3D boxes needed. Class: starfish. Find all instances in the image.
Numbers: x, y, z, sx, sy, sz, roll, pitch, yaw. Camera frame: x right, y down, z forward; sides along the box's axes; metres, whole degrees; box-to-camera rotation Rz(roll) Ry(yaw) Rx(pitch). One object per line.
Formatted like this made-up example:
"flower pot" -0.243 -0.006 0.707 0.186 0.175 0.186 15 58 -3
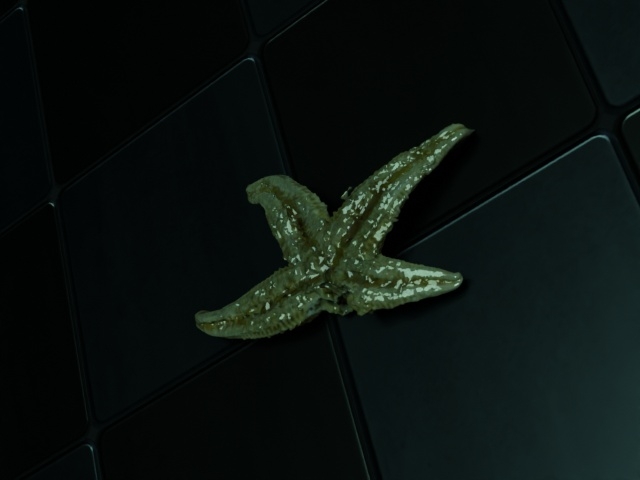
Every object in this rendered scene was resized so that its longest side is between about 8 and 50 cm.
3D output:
"starfish" -0.001 -0.002 0.976 0.247 0.050 0.138 -11 64 32
